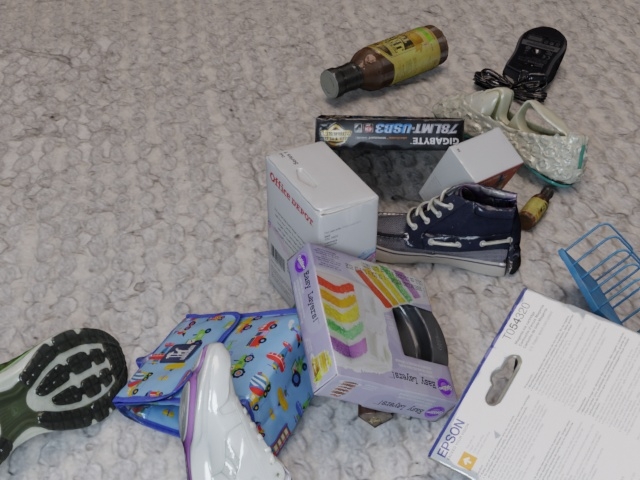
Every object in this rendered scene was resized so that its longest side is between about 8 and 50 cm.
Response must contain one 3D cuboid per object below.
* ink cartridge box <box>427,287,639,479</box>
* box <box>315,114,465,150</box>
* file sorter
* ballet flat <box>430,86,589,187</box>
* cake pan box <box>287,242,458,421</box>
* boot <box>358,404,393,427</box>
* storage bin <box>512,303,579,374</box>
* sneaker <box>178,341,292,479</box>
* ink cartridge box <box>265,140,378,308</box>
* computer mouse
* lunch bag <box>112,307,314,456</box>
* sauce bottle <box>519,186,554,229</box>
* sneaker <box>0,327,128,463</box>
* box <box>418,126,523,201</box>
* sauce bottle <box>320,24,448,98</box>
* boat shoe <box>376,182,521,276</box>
[{"bbox_3d":[0.378,0.266,1.519,0.330,0.071,0.324,23,66,27],"label":"ink cartridge box"},{"bbox_3d":[0.138,-0.225,2.155,0.293,0.073,0.295,0,7,1],"label":"box"},{"bbox_3d":[0.512,0.069,1.802,0.104,0.118,0.170,-40,34,17],"label":"file sorter"},{"bbox_3d":[0.420,-0.255,2.249,0.147,0.147,0.409,-27,45,-32],"label":"ballet flat"},{"bbox_3d":[0.084,0.146,1.623,0.266,0.070,0.246,20,45,-35],"label":"cake pan box"},{"bbox_3d":[0.057,0.249,1.658,0.106,0.037,0.114,-4,42,-2],"label":"boot"},{"bbox_3d":[0.401,0.198,1.687,0.122,0.084,0.180,24,42,28],"label":"storage bin"},{"bbox_3d":[-0.117,0.292,1.438,0.152,0.305,0.114,-3,-3,-15],"label":"sneaker"},{"bbox_3d":[0.000,0.000,1.783,0.117,0.278,0.201,-18,41,-22],"label":"ink cartridge box"},{"bbox_3d":[0.508,-0.422,2.536,0.188,0.072,0.272,23,55,24],"label":"computer mouse"},{"bbox_3d":[-0.168,0.213,1.645,0.293,0.138,0.221,3,38,30],"label":"lunch bag"},{"bbox_3d":[0.432,-0.068,2.076,0.042,0.042,0.128,21,43,25],"label":"sauce bottle"},{"bbox_3d":[-0.479,0.241,1.577,0.182,0.158,0.410,-6,11,43],"label":"sneaker"},{"bbox_3d":[0.291,-0.122,2.024,0.130,0.170,0.091,-23,71,-27],"label":"box"},{"bbox_3d":[0.154,-0.423,2.490,0.344,0.111,0.111,-26,45,-32],"label":"sauce bottle"},{"bbox_3d":[0.212,-0.042,1.942,0.340,0.158,0.127,7,37,9],"label":"boat shoe"}]
